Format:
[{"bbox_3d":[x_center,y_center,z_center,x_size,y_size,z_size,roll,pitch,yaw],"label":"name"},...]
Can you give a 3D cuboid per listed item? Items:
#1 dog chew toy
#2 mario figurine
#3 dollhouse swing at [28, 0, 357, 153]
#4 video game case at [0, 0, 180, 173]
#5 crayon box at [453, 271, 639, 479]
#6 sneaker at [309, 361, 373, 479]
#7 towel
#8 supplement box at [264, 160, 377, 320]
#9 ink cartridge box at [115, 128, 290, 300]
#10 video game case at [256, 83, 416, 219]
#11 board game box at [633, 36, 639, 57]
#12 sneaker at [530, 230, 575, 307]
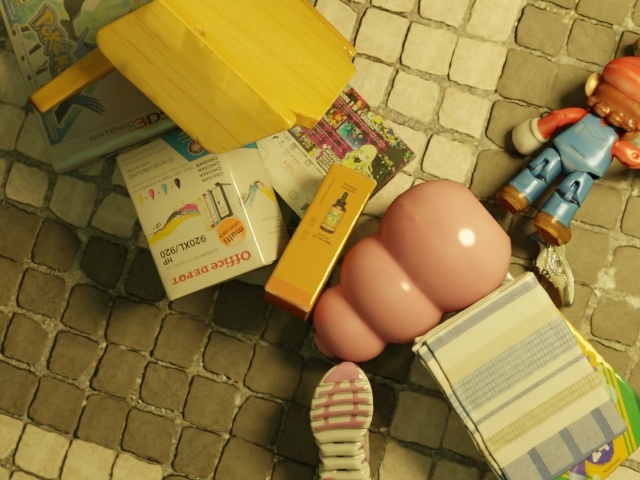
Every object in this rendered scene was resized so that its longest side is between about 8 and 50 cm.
[{"bbox_3d":[0.126,0.062,1.294,0.332,0.206,0.207,-41,85,9],"label":"dog chew toy"},{"bbox_3d":[0.429,-0.143,1.322,0.198,0.170,0.320,41,92,-18],"label":"mario figurine"},{"bbox_3d":[-0.181,-0.225,1.236,0.315,0.347,0.305,43,120,-8],"label":"dollhouse swing"},{"bbox_3d":[-0.358,-0.316,1.424,0.299,0.036,0.329,-20,85,3],"label":"video game case"},{"bbox_3d":[0.331,0.224,1.304,0.203,0.083,0.323,-42,81,-3],"label":"crayon box"},{"bbox_3d":[0.037,0.295,1.316,0.095,0.104,0.237,0,104,7],"label":"sneaker"},{"bbox_3d":[0.289,0.211,1.224,0.209,0.034,0.285,-33,95,-1],"label":"towel"},{"bbox_3d":[0.000,0.000,1.288,0.078,0.080,0.234,27,75,5],"label":"supplement box"},{"bbox_3d":[-0.171,-0.050,1.309,0.171,0.168,0.233,-20,90,15],"label":"ink cartridge box"},{"bbox_3d":[0.003,-0.150,1.384,0.210,0.042,0.232,-44,85,2],"label":"video game case"},{"bbox_3d":[0.595,-0.309,1.321,0.181,0.092,0.043,-5,88,4],"label":"board game box"},{"bbox_3d":[0.369,0.044,1.348,0.058,0.052,0.135,-15,79,13],"label":"sneaker"}]
